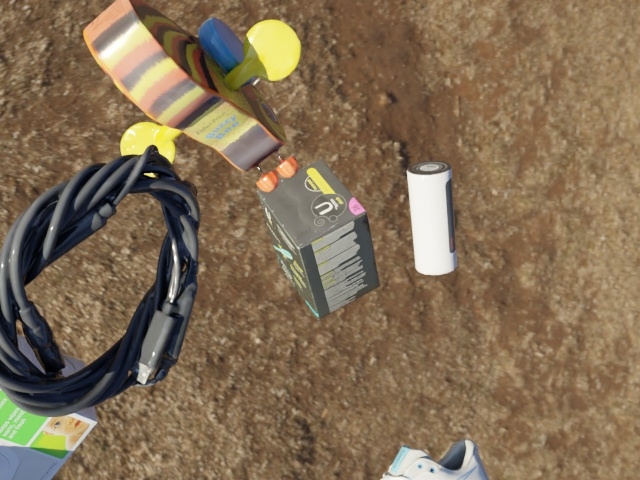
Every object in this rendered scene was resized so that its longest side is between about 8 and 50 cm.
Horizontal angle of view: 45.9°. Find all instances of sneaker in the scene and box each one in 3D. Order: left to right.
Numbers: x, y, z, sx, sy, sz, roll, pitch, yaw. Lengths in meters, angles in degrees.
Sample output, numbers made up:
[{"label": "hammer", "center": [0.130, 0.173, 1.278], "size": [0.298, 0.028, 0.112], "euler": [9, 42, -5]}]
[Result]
[{"label": "sneaker", "center": [0.062, 0.216, 0.623], "size": [0.190, 0.071, 0.083], "euler": [-14, 93, -31]}]

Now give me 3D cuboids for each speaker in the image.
[{"label": "speaker", "center": [0.140, -0.027, 0.948], "size": [0.055, 0.055, 0.136], "euler": [-20, 116, -29]}]

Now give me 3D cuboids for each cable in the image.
[{"label": "cable", "center": [-0.144, 0.023, 0.496], "size": [0.150, 0.047, 0.185], "euler": [6, 106, -46]}]

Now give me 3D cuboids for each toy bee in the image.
[{"label": "toy bee", "center": [-0.083, -0.132, 0.732], "size": [0.298, 0.195, 0.162], "euler": [-18, 72, -51]}]

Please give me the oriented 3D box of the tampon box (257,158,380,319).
[{"label": "tampon box", "center": [0.000, 0.000, 1.003], "size": [0.101, 0.120, 0.161], "euler": [-28, 141, -12]}]

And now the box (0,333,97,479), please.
[{"label": "box", "center": [-0.430, 0.222, 0.852], "size": [0.231, 0.127, 0.262], "euler": [36, 98, -37]}]
